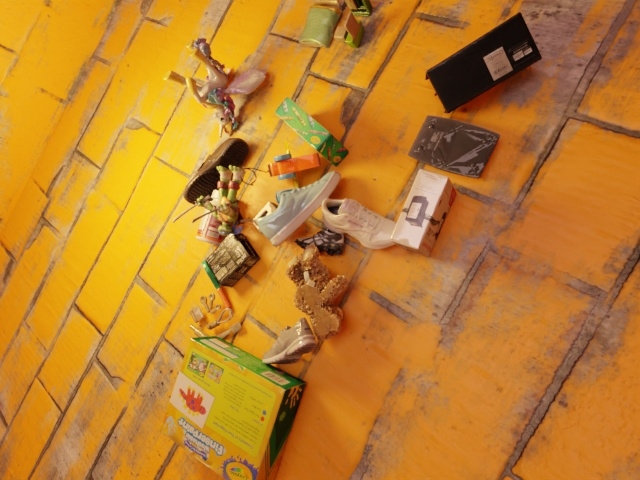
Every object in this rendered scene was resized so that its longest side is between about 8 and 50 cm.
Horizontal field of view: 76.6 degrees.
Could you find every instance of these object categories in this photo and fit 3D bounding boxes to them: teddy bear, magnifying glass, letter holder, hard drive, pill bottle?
[{"bbox_3d":[-0.009,0.179,1.428,0.245,0.113,0.338,-52,60,19],"label":"teddy bear"},{"bbox_3d":[-0.434,0.183,1.680,0.026,0.092,0.231,-31,75,-12],"label":"magnifying glass"},{"bbox_3d":[0.513,-0.561,1.326,0.302,0.214,0.152,-28,99,19],"label":"letter holder"},{"bbox_3d":[0.439,-0.308,1.343,0.255,0.054,0.172,27,92,30],"label":"hard drive"},{"bbox_3d":[-0.437,-0.093,1.716,0.121,0.121,0.221,15,85,30],"label":"pill bottle"}]

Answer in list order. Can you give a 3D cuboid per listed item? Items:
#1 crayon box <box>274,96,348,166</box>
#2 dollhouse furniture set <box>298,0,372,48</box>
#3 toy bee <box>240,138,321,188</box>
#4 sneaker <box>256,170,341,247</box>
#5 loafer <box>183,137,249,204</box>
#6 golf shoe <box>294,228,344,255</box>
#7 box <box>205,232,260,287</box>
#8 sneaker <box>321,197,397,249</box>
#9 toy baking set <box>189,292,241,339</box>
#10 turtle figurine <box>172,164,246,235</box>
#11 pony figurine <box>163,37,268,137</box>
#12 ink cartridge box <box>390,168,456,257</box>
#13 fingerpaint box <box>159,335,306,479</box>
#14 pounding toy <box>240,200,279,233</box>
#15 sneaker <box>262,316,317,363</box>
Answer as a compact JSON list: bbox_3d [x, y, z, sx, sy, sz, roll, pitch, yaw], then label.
[{"bbox_3d":[-0.034,-0.416,1.553,0.081,0.165,0.278,-48,62,10],"label":"crayon box"},{"bbox_3d":[0.028,-0.914,1.645,0.302,0.151,0.197,20,88,30],"label":"dollhouse furniture set"},{"bbox_3d":[-0.147,-0.301,1.604,0.298,0.162,0.195,9,101,0],"label":"toy bee"},{"bbox_3d":[-0.081,-0.150,1.466,0.150,0.135,0.366,45,75,-6],"label":"sneaker"},{"bbox_3d":[-0.463,-0.308,1.794,0.366,0.134,0.130,-45,38,1],"label":"loafer"},{"bbox_3d":[0.000,0.000,1.501,0.198,0.077,0.093,7,66,26],"label":"golf shoe"},{"bbox_3d":[-0.361,0.077,1.661,0.180,0.077,0.147,-45,62,12],"label":"box"},{"bbox_3d":[0.133,-0.063,1.378,0.305,0.152,0.114,17,66,22],"label":"sneaker"},{"bbox_3d":[-0.440,0.331,1.650,0.256,0.030,0.196,33,106,24],"label":"toy baking set"},{"bbox_3d":[-0.405,-0.163,1.563,0.275,0.198,0.266,14,83,-15],"label":"turtle figurine"},{"bbox_3d":[-0.450,-0.684,1.772,0.303,0.363,0.351,10,67,37],"label":"pony figurine"},{"bbox_3d":[0.328,-0.079,1.279,0.100,0.172,0.237,23,90,29],"label":"ink cartridge box"},{"bbox_3d":[-0.320,0.604,1.461,0.445,0.163,0.371,17,89,28],"label":"fingerpaint box"},{"bbox_3d":[-0.209,-0.079,1.587,0.141,0.130,0.100,-47,62,11],"label":"pounding toy"},{"bbox_3d":[-0.110,0.362,1.430,0.281,0.105,0.115,-37,52,38],"label":"sneaker"}]
